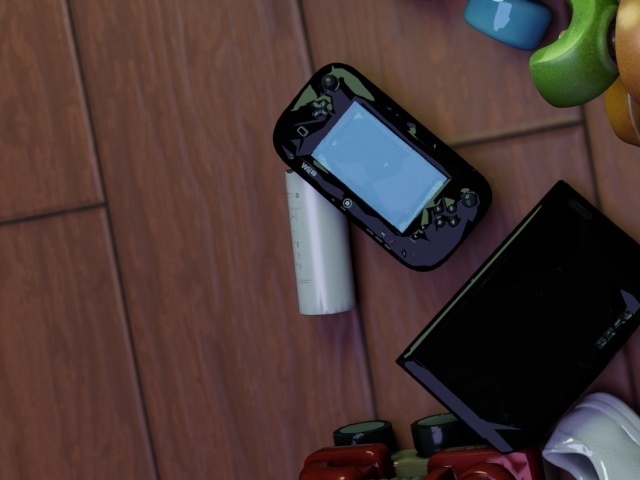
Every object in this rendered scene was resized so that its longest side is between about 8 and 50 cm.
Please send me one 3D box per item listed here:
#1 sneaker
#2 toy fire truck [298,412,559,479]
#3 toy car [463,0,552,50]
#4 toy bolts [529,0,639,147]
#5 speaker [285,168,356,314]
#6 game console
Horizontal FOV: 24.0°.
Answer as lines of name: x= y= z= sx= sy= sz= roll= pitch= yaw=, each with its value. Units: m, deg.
sneaker: x=0.278 y=0.227 z=1.261 sx=0.212 sy=0.094 sz=0.080 roll=40 pitch=144 yaw=21
toy fire truck: x=0.075 y=0.250 z=1.282 sx=0.217 sy=0.246 sz=0.159 roll=-8 pitch=93 yaw=25
toy car: x=0.114 y=-0.284 z=1.197 sx=0.210 sy=0.238 sz=0.219 roll=29 pitch=108 yaw=19
toy bolts: x=0.295 y=-0.185 z=1.157 sx=0.158 sy=0.218 sz=0.229 roll=4 pitch=71 yaw=40
speaker: x=0.000 y=0.000 z=1.389 sx=0.055 sy=0.055 sz=0.136 roll=-4 pitch=95 yaw=25
game console: x=0.101 y=-0.002 z=1.305 sx=0.361 sy=0.044 sz=0.213 roll=41 pitch=88 yaw=14
